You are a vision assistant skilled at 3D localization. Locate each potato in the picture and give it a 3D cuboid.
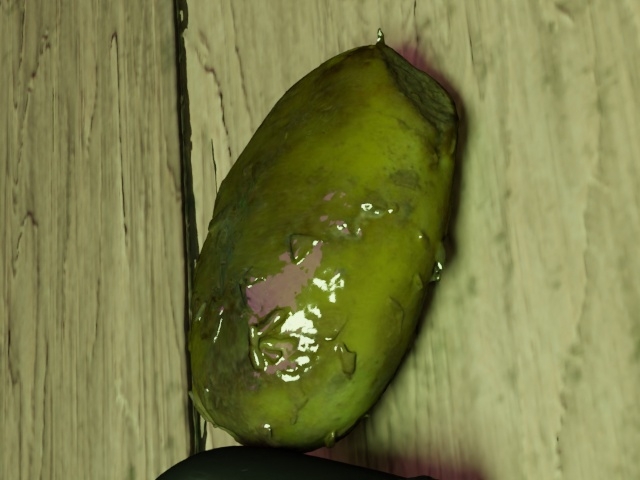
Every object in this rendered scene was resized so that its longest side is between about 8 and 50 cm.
[{"bbox_3d":[0.000,0.000,0.922,0.149,0.113,0.251,11,82,48],"label":"potato"}]

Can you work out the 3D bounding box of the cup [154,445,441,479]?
[{"bbox_3d":[-0.001,0.214,0.825,0.176,0.169,0.223,-7,98,38],"label":"cup"}]
